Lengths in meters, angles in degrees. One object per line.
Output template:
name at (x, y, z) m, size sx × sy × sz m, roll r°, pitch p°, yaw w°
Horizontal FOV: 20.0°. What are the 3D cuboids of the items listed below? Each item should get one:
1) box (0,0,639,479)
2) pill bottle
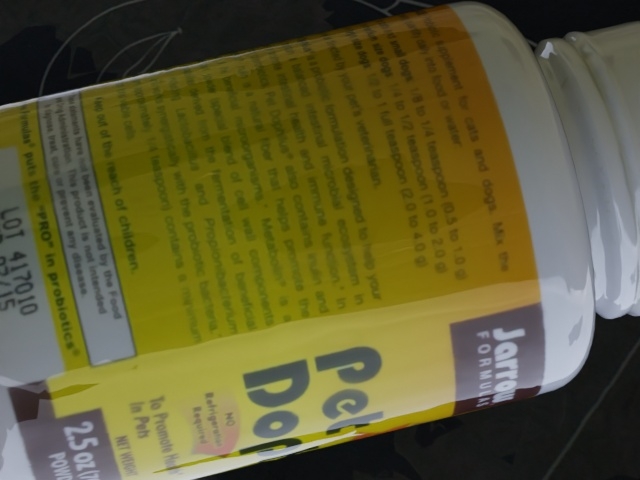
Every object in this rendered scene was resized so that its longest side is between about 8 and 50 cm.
box at (0.083, -0.030, 0.900) m, size 0.472 × 0.297 × 0.480 m, roll 26°, pitch -110°, yaw 35°
pill bottle at (0.000, 0.000, 0.523) m, size 0.215 × 0.117 × 0.117 m, roll -13°, pitch -148°, yaw -4°
